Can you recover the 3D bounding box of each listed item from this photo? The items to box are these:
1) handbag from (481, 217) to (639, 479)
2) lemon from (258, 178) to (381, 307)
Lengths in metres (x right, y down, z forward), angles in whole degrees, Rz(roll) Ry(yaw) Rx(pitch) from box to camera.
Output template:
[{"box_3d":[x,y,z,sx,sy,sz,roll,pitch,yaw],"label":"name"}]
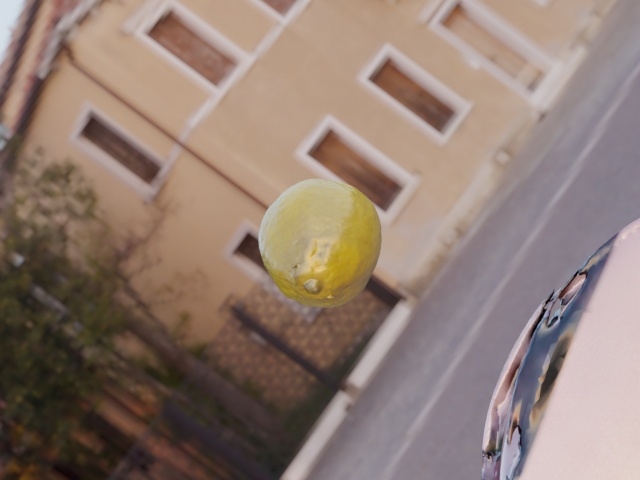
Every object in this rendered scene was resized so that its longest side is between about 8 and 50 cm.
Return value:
[{"box_3d":[0.156,0.081,0.599,0.116,0.179,0.205,76,-142,-70],"label":"handbag"},{"box_3d":[0.000,0.000,0.771,0.065,0.065,0.092,-53,13,23],"label":"lemon"}]
